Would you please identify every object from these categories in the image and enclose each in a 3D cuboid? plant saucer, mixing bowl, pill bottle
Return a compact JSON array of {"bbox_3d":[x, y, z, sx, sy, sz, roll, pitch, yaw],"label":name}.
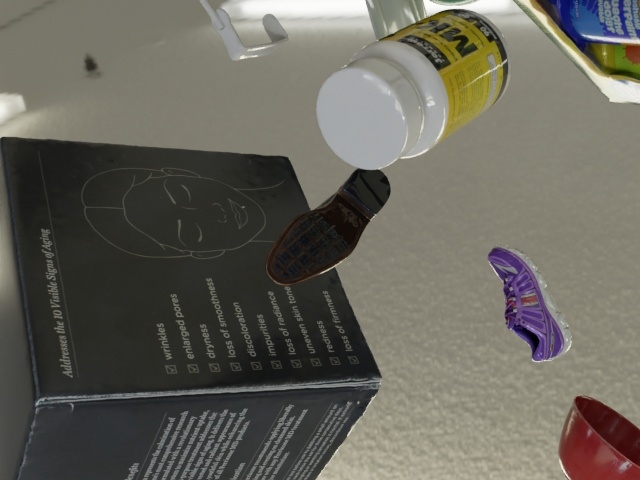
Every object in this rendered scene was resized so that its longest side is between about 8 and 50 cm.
[{"bbox_3d":[0.131,-0.491,1.737,0.101,0.400,0.400,-14,-152,9],"label":"plant saucer"},{"bbox_3d":[0.415,0.321,1.342,0.181,0.098,0.181,31,-164,-9],"label":"mixing bowl"},{"bbox_3d":[0.095,-0.151,0.917,0.119,0.119,0.208,11,-150,33],"label":"pill bottle"}]

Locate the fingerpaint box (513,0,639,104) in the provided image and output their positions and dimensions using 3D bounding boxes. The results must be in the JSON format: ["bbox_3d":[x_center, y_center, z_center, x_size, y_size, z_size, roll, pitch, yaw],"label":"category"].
[{"bbox_3d":[0.486,-0.343,1.297,0.371,0.445,0.163,20,-98,50],"label":"fingerpaint box"}]

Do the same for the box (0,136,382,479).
[{"bbox_3d":[-0.237,0.114,1.384,0.472,0.297,0.479,3,-135,-29],"label":"box"}]

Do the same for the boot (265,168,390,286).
[{"bbox_3d":[0.000,0.000,1.179,0.219,0.082,0.106,-41,176,-31],"label":"boot"}]

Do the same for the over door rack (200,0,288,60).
[{"bbox_3d":[-0.104,-0.301,0.667,0.108,0.324,0.239,-48,-170,-38],"label":"over door rack"}]

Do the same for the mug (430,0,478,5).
[{"bbox_3d":[0.180,-0.345,1.120,0.129,0.097,0.158,-45,-142,-16],"label":"mug"}]

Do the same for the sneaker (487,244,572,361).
[{"bbox_3d":[0.269,0.083,1.233,0.071,0.068,0.169,-24,-105,-14],"label":"sneaker"}]
